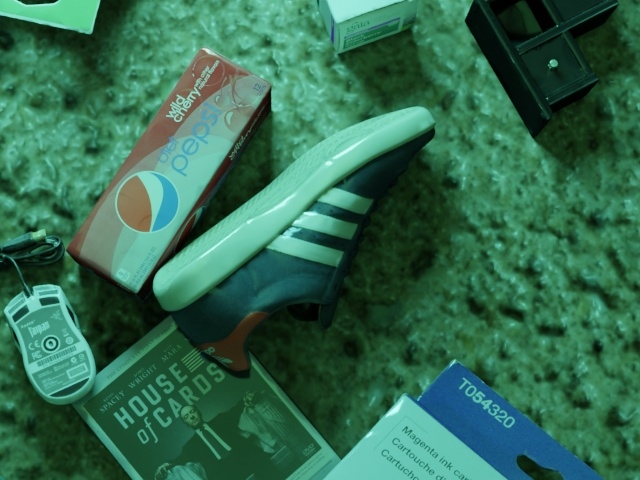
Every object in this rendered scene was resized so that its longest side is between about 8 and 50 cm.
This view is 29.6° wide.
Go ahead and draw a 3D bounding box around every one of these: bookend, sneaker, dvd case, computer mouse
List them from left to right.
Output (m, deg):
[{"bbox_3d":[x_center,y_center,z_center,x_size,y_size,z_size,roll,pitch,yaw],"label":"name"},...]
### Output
[{"bbox_3d":[-0.292,0.086,1.260,0.106,0.042,0.193,-22,73,-11],"label":"computer mouse"},{"bbox_3d":[-0.117,0.198,1.253,0.179,0.029,0.238,-40,84,-9],"label":"dvd case"},{"bbox_3d":[0.000,0.000,1.260,0.350,0.131,0.148,-37,104,-14],"label":"sneaker"},{"bbox_3d":[0.266,-0.222,1.327,0.156,0.072,0.157,-27,82,-7],"label":"bookend"}]

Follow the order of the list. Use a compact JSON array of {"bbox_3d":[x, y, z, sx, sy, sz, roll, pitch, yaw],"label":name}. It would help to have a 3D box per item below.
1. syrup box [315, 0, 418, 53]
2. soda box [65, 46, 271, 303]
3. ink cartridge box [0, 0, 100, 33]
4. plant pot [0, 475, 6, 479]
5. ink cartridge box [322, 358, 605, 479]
[{"bbox_3d":[0.021,-0.336,1.327,0.093,0.096,0.236,-20,81,-4],"label":"syrup box"},{"bbox_3d":[-0.154,-0.068,1.275,0.092,0.083,0.263,31,80,4],"label":"soda box"},{"bbox_3d":[-0.278,-0.344,1.303,0.171,0.056,0.235,14,90,16],"label":"ink cartridge box"},{"bbox_3d":[-0.426,0.318,1.071,0.293,0.235,0.293,-5,71,15],"label":"plant pot"},{"bbox_3d":[0.152,0.305,1.149,0.324,0.071,0.330,38,65,18],"label":"ink cartridge box"}]
